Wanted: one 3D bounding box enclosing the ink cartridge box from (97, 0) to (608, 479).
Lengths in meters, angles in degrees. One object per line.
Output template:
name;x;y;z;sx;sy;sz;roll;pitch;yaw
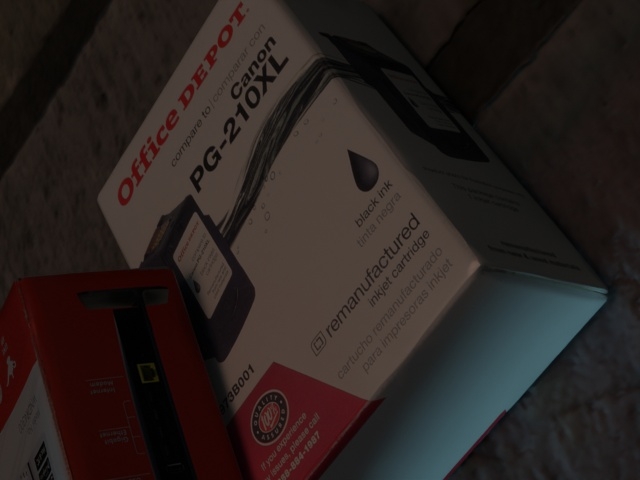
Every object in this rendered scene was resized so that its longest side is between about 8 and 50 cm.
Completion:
ink cartridge box;0.000;0.000;0.615;0.172;0.100;0.237;-54;48;24

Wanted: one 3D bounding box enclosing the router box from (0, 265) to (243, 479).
router box;-0.124;0.226;0.629;0.335;0.082;0.301;-53;50;46
